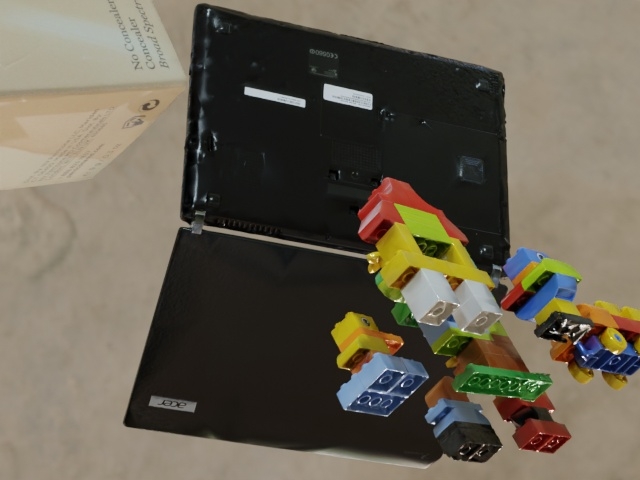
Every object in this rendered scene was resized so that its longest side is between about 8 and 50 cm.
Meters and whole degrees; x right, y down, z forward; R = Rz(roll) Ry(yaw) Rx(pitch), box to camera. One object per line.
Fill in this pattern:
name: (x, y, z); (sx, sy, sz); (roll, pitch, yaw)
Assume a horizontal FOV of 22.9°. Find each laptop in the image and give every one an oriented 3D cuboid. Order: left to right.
laptop: (0.000, 0.000, 1.101); (0.234, 0.264, 0.136); (10, 152, -18)

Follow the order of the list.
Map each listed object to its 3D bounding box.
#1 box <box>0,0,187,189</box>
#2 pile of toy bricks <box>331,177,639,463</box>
box: (-0.245, -0.106, 0.877); (0.311, 0.148, 0.121); (-12, 161, -46)
pile of toy bricks: (0.071, 0.034, 0.804); (0.212, 0.105, 0.118); (15, 128, -45)
